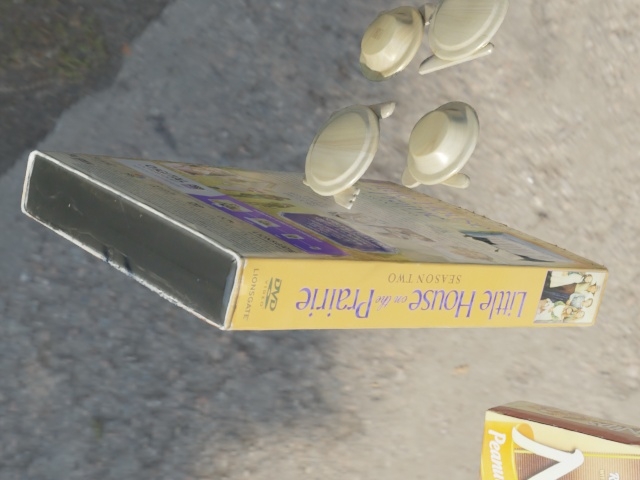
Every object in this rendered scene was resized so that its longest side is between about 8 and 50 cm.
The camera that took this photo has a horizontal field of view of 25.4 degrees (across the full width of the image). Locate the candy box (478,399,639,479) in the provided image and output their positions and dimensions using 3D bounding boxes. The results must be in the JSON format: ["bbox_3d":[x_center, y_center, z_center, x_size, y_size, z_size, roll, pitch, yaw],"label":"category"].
[{"bbox_3d":[0.252,0.341,1.480,0.183,0.087,0.316,10,97,33],"label":"candy box"}]

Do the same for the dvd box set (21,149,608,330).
[{"bbox_3d":[0.000,0.000,1.227,0.308,0.420,0.062,25,107,45],"label":"dvd box set"}]

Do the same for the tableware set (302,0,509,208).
[{"bbox_3d":[0.056,-0.096,0.893,0.141,0.020,0.168,2,67,50],"label":"tableware set"}]
